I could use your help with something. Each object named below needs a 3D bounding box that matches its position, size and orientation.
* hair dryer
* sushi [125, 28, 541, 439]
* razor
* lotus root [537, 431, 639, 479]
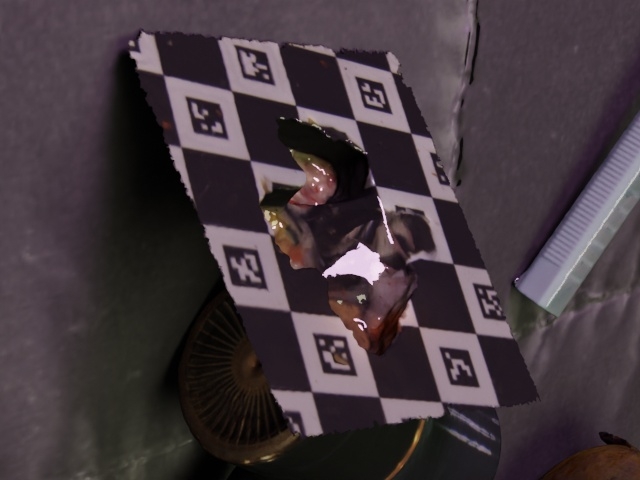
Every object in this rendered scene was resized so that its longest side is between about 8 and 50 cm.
[{"bbox_3d":[-0.054,0.195,0.879,0.352,0.107,0.189,-54,139,3],"label":"hair dryer"},{"bbox_3d":[0.000,0.000,0.778,0.193,0.210,0.040,-1,152,-46],"label":"sushi"},{"bbox_3d":[0.212,-0.075,1.022,0.111,0.056,0.277,30,89,-51],"label":"razor"},{"bbox_3d":[0.170,0.271,1.094,0.274,0.160,0.152,-60,150,-3],"label":"lotus root"}]
